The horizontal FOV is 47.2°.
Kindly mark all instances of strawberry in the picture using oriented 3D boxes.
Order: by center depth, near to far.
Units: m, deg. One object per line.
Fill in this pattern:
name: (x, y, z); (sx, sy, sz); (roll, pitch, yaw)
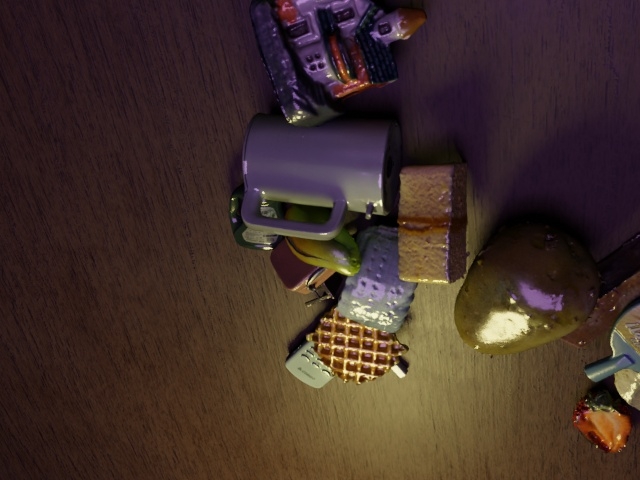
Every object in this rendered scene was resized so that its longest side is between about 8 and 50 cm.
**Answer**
strawberry: (0.720, 0.450, 1.866); (0.192, 0.085, 0.140); (33, 121, -13)

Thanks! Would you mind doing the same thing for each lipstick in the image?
lipstick: (0.194, 0.328, 1.997); (0.107, 0.025, 0.025); (47, 126, -10)

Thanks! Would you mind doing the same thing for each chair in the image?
chair: (0.033, 0.078, 1.838); (0.212, 0.084, 0.101); (-24, 110, 30)

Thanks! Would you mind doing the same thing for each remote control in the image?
remote control: (0.021, 0.301, 2.017); (0.140, 0.056, 0.296); (38, 127, -8)

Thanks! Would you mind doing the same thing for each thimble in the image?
thimble: (0.142, 0.083, 1.723); (0.171, 0.205, 0.250); (21, 107, 2)

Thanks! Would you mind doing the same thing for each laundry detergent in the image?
laundry detergent: (-0.157, -0.083, 1.788); (0.144, 0.078, 0.222); (5, 127, 12)

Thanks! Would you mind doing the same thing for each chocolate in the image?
chocolate: (0.649, 0.126, 1.654); (0.112, 0.112, 0.321); (31, 128, -17)

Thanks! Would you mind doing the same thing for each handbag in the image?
handbag: (-0.022, 0.036, 1.766); (0.193, 0.151, 0.072); (-38, 148, 21)

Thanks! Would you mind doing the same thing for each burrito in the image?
burrito: (0.787, 0.282, 1.713); (0.143, 0.105, 0.299); (11, 125, 6)

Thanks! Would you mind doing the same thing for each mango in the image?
mango: (0.000, 0.000, 1.645); (0.233, 0.111, 0.125); (45, 135, 28)

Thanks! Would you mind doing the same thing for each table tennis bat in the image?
table tennis bat: (0.729, 0.231, 1.615); (0.215, 0.044, 0.329); (45, 129, -6)

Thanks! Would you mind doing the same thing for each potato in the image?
potato: (0.435, 0.115, 1.638); (0.270, 0.219, 0.359); (52, 133, 4)

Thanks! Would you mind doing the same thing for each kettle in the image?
kettle: (0.002, -0.143, 1.594); (0.318, 0.205, 0.265); (7, 98, 14)

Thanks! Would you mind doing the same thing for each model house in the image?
model house: (0.052, -0.390, 1.404); (0.300, 0.190, 0.271); (-17, 91, 18)

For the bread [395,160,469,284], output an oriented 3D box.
bread: (0.253, -0.037, 1.579); (0.178, 0.142, 0.266); (-4, 98, -6)

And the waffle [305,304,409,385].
waffle: (0.092, 0.268, 1.912); (0.238, 0.059, 0.243); (44, 120, -11)
